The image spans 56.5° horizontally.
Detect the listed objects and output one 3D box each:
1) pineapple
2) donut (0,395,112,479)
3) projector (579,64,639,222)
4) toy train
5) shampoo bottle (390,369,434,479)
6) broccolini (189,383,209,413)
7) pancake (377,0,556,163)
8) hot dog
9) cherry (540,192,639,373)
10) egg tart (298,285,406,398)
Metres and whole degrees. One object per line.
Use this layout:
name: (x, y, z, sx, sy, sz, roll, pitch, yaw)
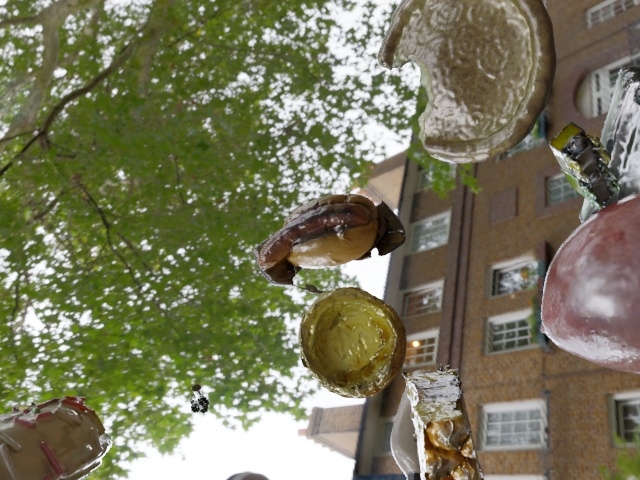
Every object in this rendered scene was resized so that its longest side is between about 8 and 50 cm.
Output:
pineapple: (0.146, 0.239, 0.707, 0.233, 0.079, 0.135, -31, -74, -81)
donut: (-0.551, 0.370, 0.995, 0.382, 0.382, 0.143, -14, -95, -49)
projector: (0.826, -0.160, 1.279, 0.242, 0.405, 0.396, -20, -56, -44)
toy train: (0.420, -0.118, 0.948, 0.202, 0.060, 0.081, 32, -165, -48)
shampoo bottle: (0.210, 0.391, 1.223, 0.127, 0.078, 0.257, 15, -134, 1)
broccolini: (-0.245, 0.305, 1.174, 0.044, 0.218, 0.042, 6, -116, -4)
pancake: (0.201, -0.260, 0.876, 0.033, 0.285, 0.289, -4, -75, -54)
hot dog: (0.000, -0.006, 1.243, 0.194, 0.325, 0.107, 65, -173, 34)
cherry: (0.437, 0.055, 0.783, 0.261, 0.307, 0.221, -94, -19, -54)
egg tart: (0.061, 0.194, 1.135, 0.090, 0.212, 0.213, 52, -152, -75)
